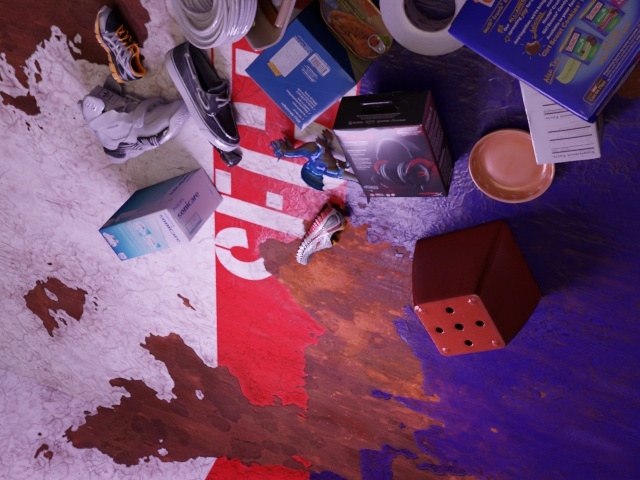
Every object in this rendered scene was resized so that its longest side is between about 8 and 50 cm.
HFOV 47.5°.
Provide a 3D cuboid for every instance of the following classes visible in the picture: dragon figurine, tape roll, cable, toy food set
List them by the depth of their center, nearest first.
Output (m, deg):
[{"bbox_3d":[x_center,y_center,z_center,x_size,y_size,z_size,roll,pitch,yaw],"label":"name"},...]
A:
[{"bbox_3d":[0.238,-0.506,1.530,0.219,0.072,0.219,13,131,15],"label":"tape roll"},{"bbox_3d":[-0.127,-0.594,1.541,0.220,0.092,0.306,61,144,30],"label":"toy food set"},{"bbox_3d":[-0.236,-0.549,1.566,0.257,0.089,0.257,61,142,11],"label":"cable"},{"bbox_3d":[0.005,-0.189,1.892,0.289,0.085,0.144,42,133,-10],"label":"dragon figurine"}]

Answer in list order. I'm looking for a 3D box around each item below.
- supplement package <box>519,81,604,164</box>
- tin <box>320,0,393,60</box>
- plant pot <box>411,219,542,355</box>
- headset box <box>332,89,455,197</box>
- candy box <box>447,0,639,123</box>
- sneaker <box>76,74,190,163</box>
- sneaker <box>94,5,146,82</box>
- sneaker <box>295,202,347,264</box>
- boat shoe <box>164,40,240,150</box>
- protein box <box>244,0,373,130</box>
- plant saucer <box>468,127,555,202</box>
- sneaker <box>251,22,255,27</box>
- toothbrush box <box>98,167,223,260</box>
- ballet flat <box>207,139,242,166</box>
[{"bbox_3d":[0.505,-0.302,1.518,0.133,0.139,0.244,-4,125,28],"label":"supplement package"},{"bbox_3d":[0.081,-0.486,1.615,0.106,0.040,0.190,-42,103,9],"label":"tin"},{"bbox_3d":[0.385,0.146,1.876,0.267,0.236,0.267,-16,119,34],"label":"plant pot"},{"bbox_3d":[0.172,-0.228,1.700,0.218,0.110,0.293,1,147,25],"label":"headset box"},{"bbox_3d":[0.444,-0.411,1.337,0.317,0.122,0.268,39,107,18],"label":"candy box"},{"bbox_3d":[-0.515,-0.351,1.979,0.365,0.137,0.210,-17,120,39],"label":"sneaker"},{"bbox_3d":[-0.518,-0.512,1.896,0.083,0.084,0.215,6,138,19],"label":"sneaker"},{"bbox_3d":[0.000,0.000,2.048,0.092,0.088,0.225,32,134,-3],"label":"sneaker"},{"bbox_3d":[-0.281,-0.373,1.877,0.102,0.108,0.301,-16,111,36],"label":"boat shoe"},{"bbox_3d":[-0.026,-0.408,1.694,0.200,0.136,0.201,45,132,-13],"label":"protein box"},{"bbox_3d":[0.451,-0.180,1.714,0.199,0.037,0.200,14,132,16],"label":"plant saucer"},{"bbox_3d":[-0.188,-0.538,1.729,0.209,0.069,0.082,6,96,33],"label":"sneaker"},{"bbox_3d":[-0.466,-0.075,2.129,0.295,0.216,0.126,-15,119,33],"label":"toothbrush box"},{"bbox_3d":[-0.281,-0.278,1.998,0.049,0.057,0.173,-36,111,-1],"label":"ballet flat"}]
